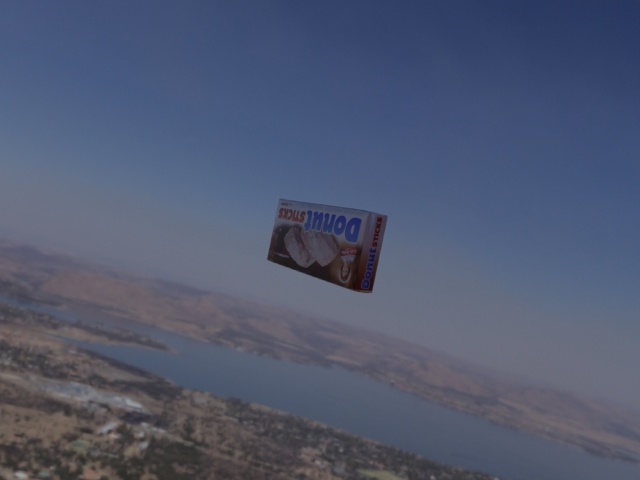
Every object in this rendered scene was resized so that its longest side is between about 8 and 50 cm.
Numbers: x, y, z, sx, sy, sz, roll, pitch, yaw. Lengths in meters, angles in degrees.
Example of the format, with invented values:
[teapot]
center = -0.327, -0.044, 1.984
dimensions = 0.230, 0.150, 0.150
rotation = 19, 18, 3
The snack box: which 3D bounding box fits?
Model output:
[snack box]
center = 0.000, 0.000, 0.605
dimensions = 0.022, 0.064, 0.178
rotation = 12, 1, -27
